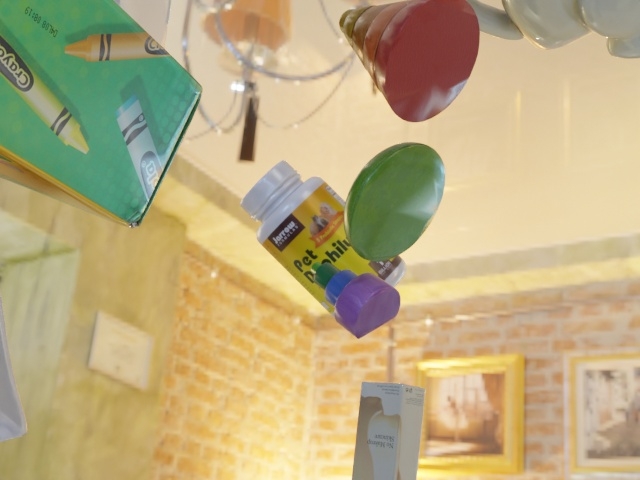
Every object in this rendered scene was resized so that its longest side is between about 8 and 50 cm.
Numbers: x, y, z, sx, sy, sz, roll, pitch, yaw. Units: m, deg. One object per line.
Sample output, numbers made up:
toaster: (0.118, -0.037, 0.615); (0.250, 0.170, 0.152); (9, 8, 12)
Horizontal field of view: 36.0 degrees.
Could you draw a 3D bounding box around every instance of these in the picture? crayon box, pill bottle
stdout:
crayon box: (-0.188, -0.106, 0.391); (0.165, 0.081, 0.278); (19, -10, 28)
pill bottle: (0.000, 0.000, 1.267); (0.215, 0.117, 0.117); (45, -28, 1)

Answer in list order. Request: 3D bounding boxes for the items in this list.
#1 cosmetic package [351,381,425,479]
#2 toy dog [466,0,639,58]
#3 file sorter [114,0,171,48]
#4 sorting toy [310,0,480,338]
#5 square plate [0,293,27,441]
cosmetic package: (0.070, 0.207, 1.024); (0.060, 0.115, 0.041); (-6, -17, 43)
toy dog: (0.320, -0.464, 1.235); (0.396, 0.284, 0.408); (-4, -46, 32)
file sorter: (-0.306, -0.266, 1.250); (0.173, 0.192, 0.277); (7, -2, 2)
sorting toy: (0.044, -0.082, 0.983); (0.127, 0.365, 0.126); (-16, 38, -39)
square plate: (-0.538, 0.169, 1.152); (0.344, 0.049, 0.347); (-11, -39, -18)
